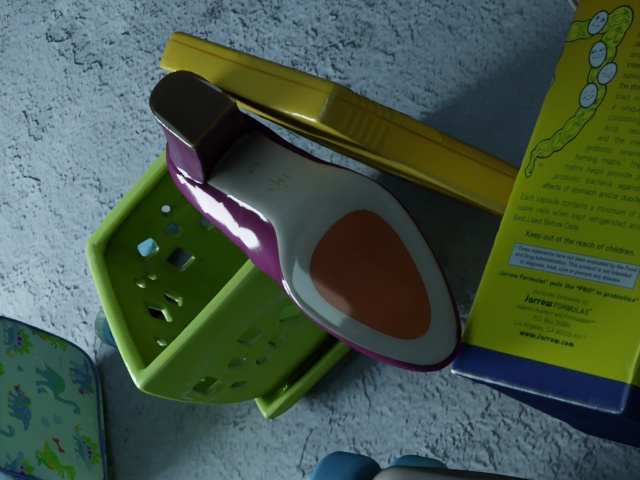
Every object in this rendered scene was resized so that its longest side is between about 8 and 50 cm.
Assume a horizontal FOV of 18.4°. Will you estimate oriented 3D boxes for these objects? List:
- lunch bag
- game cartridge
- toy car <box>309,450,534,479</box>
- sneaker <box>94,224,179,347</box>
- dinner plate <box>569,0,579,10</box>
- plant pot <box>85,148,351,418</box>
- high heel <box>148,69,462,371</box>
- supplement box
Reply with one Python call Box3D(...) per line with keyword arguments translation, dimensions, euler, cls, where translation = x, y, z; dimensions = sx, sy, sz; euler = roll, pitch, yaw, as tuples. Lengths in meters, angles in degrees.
Box3D(translation=(-0.322, 0.203, 2.193), dimensions=(0.090, 0.176, 0.219), euler=(-40, 43, 33), cls="lunch bag")
Box3D(translation=(0.038, -0.105, 1.852), dimensions=(0.285, 0.323, 0.053), euler=(24, 89, 50), cls="game cartridge")
Box3D(translation=(0.114, 0.311, 1.666), dimensions=(0.219, 0.210, 0.238), euler=(6, 87, 36), cls="toy car")
Box3D(translation=(-0.189, 0.051, 2.232), dimensions=(0.073, 0.063, 0.162), euler=(21, 90, 32), cls="sneaker")
Box3D(translation=(0.295, -0.272, 1.902), dimensions=(0.141, 0.017, 0.141), euler=(-25, 53, 38), cls="dinner plate")
Box3D(translation=(-0.071, 0.033, 1.986), dimensions=(0.227, 0.207, 0.228), euler=(-47, 43, 20), cls="plant pot")
Box3D(translation=(0.000, 0.000, 1.742), dimensions=(0.127, 0.181, 0.377), euler=(-39, 63, -6), cls="high heel")
Box3D(translation=(0.288, -0.014, 1.637), dimensions=(0.195, 0.194, 0.357), euler=(12, 78, 49), cls="supplement box")
